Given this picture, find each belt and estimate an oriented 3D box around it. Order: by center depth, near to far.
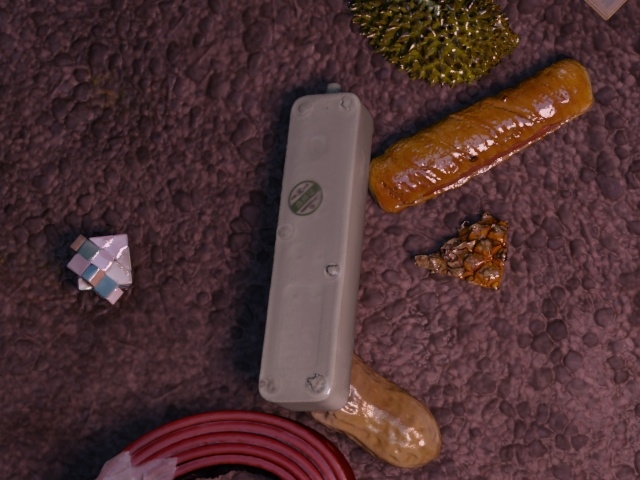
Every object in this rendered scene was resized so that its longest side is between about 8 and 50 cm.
[{"bbox_3d":[-0.120,0.305,1.841,0.323,0.115,0.227,-9,81,4],"label":"belt"}]

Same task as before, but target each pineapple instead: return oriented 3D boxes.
[{"bbox_3d":[0.166,0.024,1.865,0.114,0.077,0.114,-2,50,17],"label":"pineapple"}]

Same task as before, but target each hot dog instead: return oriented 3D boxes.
[{"bbox_3d":[0.182,-0.123,1.873,0.286,0.061,0.088,-32,70,2],"label":"hot dog"}]

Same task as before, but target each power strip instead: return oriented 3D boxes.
[{"bbox_3d":[0.000,0.000,1.838,0.091,0.062,0.385,-3,69,25],"label":"power strip"}]

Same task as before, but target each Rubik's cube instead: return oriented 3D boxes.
[{"bbox_3d":[-0.258,0.031,1.899,0.073,0.075,0.084,-2,69,-12],"label":"Rubik's cube"}]

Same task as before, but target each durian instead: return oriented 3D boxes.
[{"bbox_3d":[0.113,-0.267,1.878,0.220,0.095,0.137,43,90,15],"label":"durian"}]

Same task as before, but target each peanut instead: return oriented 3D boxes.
[{"bbox_3d":[0.043,0.185,1.848,0.214,0.099,0.099,36,90,3],"label":"peanut"}]

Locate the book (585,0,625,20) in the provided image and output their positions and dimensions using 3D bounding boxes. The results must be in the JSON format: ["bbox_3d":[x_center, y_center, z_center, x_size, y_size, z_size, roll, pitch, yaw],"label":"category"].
[{"bbox_3d":[0.312,-0.355,1.901,0.118,0.012,0.172,-44,82,1],"label":"book"}]
